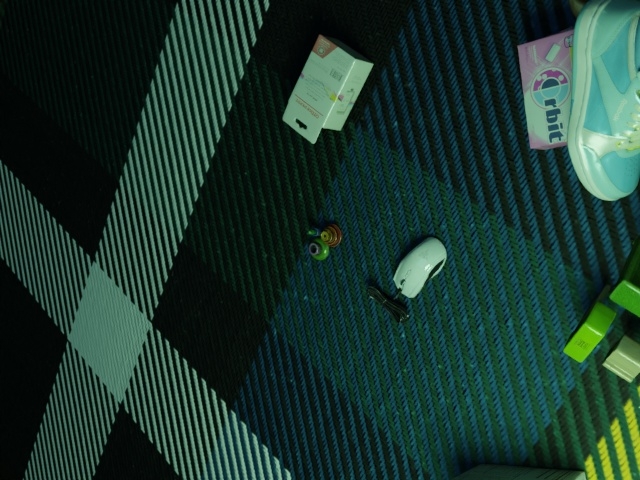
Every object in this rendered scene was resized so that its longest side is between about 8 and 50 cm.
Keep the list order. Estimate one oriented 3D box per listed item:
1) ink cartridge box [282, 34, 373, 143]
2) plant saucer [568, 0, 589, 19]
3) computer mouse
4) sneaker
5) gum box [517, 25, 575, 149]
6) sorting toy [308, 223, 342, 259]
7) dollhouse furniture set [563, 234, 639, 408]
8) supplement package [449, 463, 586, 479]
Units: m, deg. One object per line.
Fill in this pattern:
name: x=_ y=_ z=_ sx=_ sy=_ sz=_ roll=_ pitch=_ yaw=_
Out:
ink cartridge box: x=0.012 y=-0.310 z=1.572 sx=0.115 sy=0.067 sz=0.198 roll=43 pitch=117 yaw=30
plant saucer: x=0.451 y=-0.428 z=1.165 sx=0.199 sy=0.036 sz=0.198 roll=-32 pitch=52 yaw=53
computer mouse: x=0.171 y=0.071 z=1.480 sx=0.106 sy=0.042 sz=0.193 roll=50 pitch=122 yaw=27
sneaker: x=0.471 y=-0.188 z=1.086 sx=0.208 sy=0.127 sz=0.318 roll=29 pitch=137 yaw=55
gum box: x=0.399 y=-0.253 z=1.253 sx=0.107 sy=0.062 sz=0.188 roll=-8 pitch=88 yaw=40
sorting toy: x=0.000 y=0.000 z=1.619 sx=0.102 sy=0.042 sz=0.061 roll=-44 pitch=66 yaw=33
dollhouse furniture set: x=0.562 y=0.160 z=1.147 sx=0.302 sy=0.151 sz=0.197 roll=34 pitch=136 yaw=15
supplement package: x=0.342 y=0.504 z=1.298 sx=0.203 sy=0.149 sz=0.194 roll=-10 pitch=87 yaw=41
